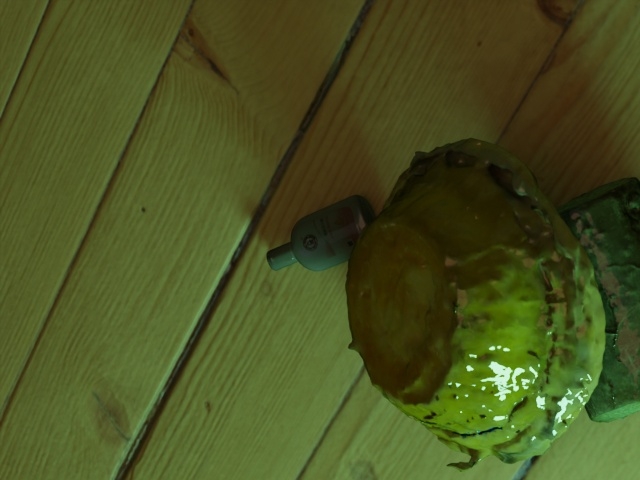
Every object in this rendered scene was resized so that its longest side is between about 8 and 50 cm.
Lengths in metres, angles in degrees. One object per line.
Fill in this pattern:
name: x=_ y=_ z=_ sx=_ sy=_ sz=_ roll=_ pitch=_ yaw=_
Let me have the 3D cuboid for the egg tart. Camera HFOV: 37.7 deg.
egg tart: x=0.148 y=0.077 z=1.075 sx=0.388 sy=0.169 sz=0.388 roll=21 pitch=115 yaw=55

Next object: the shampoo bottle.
shampoo bottle: x=0.000 y=0.000 z=1.287 sx=0.165 sy=0.040 sz=0.080 roll=-22 pitch=85 yaw=25

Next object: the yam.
yam: x=0.335 y=0.068 z=1.064 sx=0.161 sy=0.161 sz=0.268 roll=-24 pitch=80 yaw=26
